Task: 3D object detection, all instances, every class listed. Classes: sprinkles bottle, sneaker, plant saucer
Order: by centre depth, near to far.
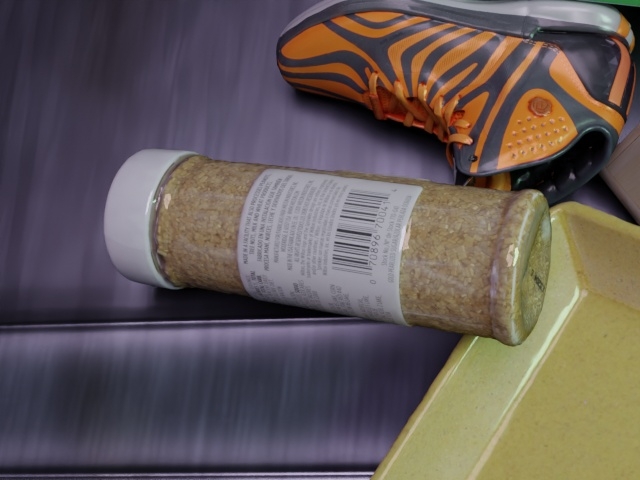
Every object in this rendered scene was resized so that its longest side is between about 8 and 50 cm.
[{"bbox_3d":[0.240,0.170,0.723,0.333,0.081,0.333,26,75,35],"label":"plant saucer"},{"bbox_3d":[0.000,0.000,0.797,0.355,0.121,0.121,8,71,24],"label":"sprinkles bottle"},{"bbox_3d":[0.098,-0.115,0.839,0.321,0.124,0.180,3,66,23],"label":"sneaker"}]

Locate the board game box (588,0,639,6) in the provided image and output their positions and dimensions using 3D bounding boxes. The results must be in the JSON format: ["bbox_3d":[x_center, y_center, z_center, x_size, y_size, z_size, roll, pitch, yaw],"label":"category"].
[{"bbox_3d":[0.256,-0.315,0.885,0.213,0.046,0.317,10,46,11],"label":"board game box"}]

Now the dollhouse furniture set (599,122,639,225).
[{"bbox_3d":[0.444,-0.080,0.816,0.303,0.198,0.286,-26,73,-29],"label":"dollhouse furniture set"}]
